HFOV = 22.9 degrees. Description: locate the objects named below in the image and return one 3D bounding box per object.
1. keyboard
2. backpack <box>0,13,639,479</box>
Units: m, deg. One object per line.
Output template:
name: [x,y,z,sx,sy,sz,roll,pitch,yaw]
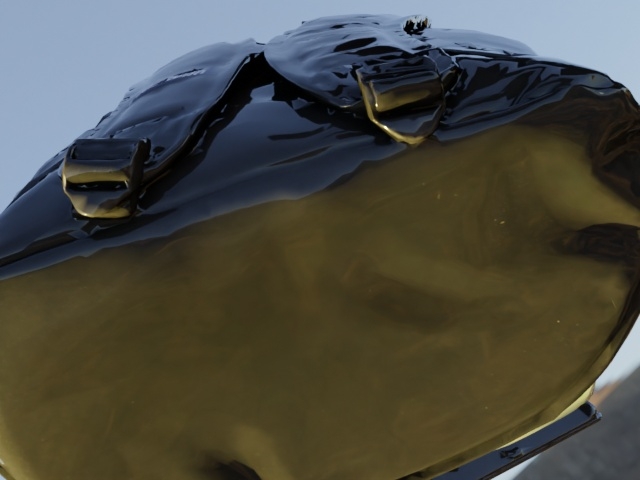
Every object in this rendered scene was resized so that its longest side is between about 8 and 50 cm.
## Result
keyboard: [0.101,0.128,1.104,0.180,0.108,0.023,-20,-46,-36]
backpack: [0.000,0.000,0.760,0.290,0.355,0.273,-18,-64,2]
